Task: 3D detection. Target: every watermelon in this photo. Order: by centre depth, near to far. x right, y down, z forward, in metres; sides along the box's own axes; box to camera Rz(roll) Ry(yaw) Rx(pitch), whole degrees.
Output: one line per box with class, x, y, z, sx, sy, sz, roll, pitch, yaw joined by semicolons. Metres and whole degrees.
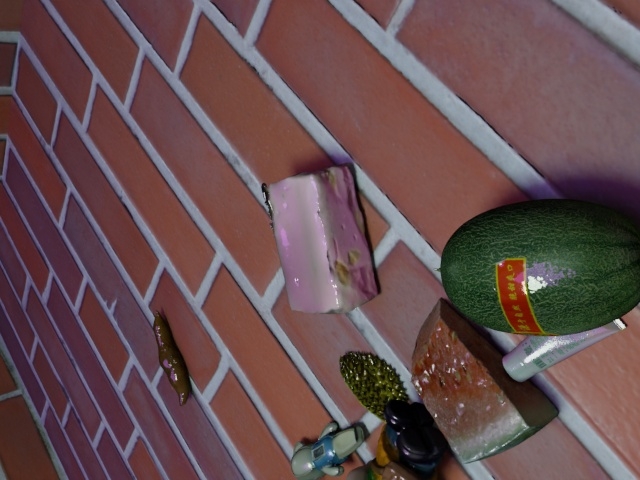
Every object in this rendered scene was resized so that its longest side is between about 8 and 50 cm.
watermelon;0.221;0.223;0.975;0.193;0.140;0.256;-47;60;34

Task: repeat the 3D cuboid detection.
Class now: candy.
candy;0.000;0.000;1.123;0.155;0.116;0.265;-9;94;46

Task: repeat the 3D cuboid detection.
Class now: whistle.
whistle;0.016;0.447;1.269;0.236;0.077;0.114;-43;41;37

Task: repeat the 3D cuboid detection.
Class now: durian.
durian;0.106;0.285;1.143;0.215;0.086;0.100;48;165;30

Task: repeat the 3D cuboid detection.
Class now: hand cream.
hand cream;0.341;0.142;0.869;0.174;0.047;0.076;-49;65;32

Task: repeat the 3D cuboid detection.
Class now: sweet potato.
sweet potato;-0.421;0.327;1.692;0.067;0.067;0.273;-29;79;46

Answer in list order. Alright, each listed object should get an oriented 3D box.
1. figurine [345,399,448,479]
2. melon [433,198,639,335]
figurine;0.133;0.445;1.075;0.332;0.204;0.185;-57;28;21
melon;0.277;0.036;0.799;0.288;0.182;0.182;-5;98;45
